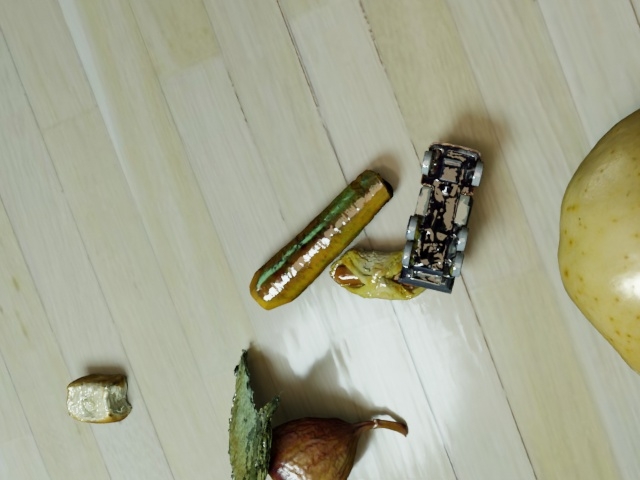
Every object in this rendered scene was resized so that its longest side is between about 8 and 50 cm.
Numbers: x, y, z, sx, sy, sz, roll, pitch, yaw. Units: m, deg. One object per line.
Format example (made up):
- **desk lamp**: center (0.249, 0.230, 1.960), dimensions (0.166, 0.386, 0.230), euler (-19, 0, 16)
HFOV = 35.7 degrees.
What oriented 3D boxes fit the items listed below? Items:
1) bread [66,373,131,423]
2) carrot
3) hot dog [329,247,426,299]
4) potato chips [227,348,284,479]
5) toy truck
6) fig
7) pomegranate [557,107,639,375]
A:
- **bread**: center (-0.346, 0.251, 1.554), dimensions (0.083, 0.070, 0.077), euler (1, 98, 20)
- **carrot**: center (0.000, 0.000, 1.411), dimensions (0.070, 0.070, 0.260), euler (47, 107, 6)
- **hot dog**: center (0.088, 0.049, 1.391), dimensions (0.168, 0.061, 0.078), euler (-2, 99, 18)
- **potato chips**: center (-0.098, 0.264, 1.418), dimensions (0.029, 0.220, 0.202), euler (7, 89, -18)
- **toy truck**: center (0.161, -0.030, 1.327), dimensions (0.083, 0.092, 0.192), euler (13, 90, 8)
- **fig**: center (0.020, 0.294, 1.420), dimensions (0.201, 0.146, 0.134), euler (-30, 95, 5)
- **pomegranate**: center (0.446, -0.005, 1.088), dimensions (0.409, 0.410, 0.410), euler (3, 99, 17)
